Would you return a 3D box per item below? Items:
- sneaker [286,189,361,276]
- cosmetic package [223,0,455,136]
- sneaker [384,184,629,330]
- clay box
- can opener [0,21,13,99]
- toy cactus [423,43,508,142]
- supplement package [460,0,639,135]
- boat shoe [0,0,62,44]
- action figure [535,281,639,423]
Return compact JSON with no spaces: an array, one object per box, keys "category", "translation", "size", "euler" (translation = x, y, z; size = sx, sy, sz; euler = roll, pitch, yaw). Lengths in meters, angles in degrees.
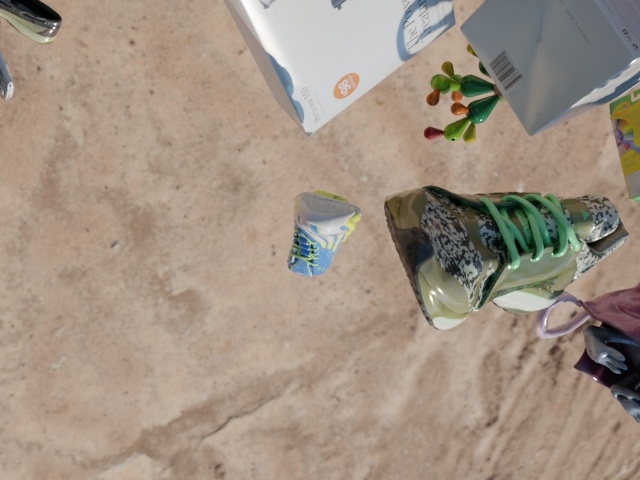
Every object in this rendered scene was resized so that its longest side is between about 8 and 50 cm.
[{"category":"sneaker","translation":[0.000,0.000,1.043],"size":[0.240,0.091,0.126],"euler":[-38,145,-81]},{"category":"cosmetic package","translation":[0.022,-0.341,0.963],"size":[0.284,0.097,0.377],"euler":[-36,151,-2]},{"category":"sneaker","translation":[0.215,-0.012,0.806],"size":[0.182,0.158,0.410],"euler":[-30,163,31]},{"category":"clay box","translation":[0.673,-0.202,1.524],"size":[0.053,0.221,0.127],"euler":[10,157,-37]},{"category":"can opener","translation":[-0.591,-0.365,1.255],"size":[0.095,0.283,0.076],"euler":[-23,-176,-34]},{"category":"toy cactus","translation":[0.265,-0.238,1.217],"size":[0.112,0.181,0.219],"euler":[72,35,-44]},{"category":"supplement package","translation":[0.391,-0.310,1.089],"size":[0.263,0.199,0.198],"euler":[-24,170,-36]},{"category":"boat shoe","translation":[-0.403,-0.314,0.961],"size":[0.152,0.056,0.049],"euler":[30,130,-28]},{"category":"action figure","translation":[0.536,0.091,1.173],"size":[0.370,0.276,0.248],"euler":[-50,154,-22]}]
